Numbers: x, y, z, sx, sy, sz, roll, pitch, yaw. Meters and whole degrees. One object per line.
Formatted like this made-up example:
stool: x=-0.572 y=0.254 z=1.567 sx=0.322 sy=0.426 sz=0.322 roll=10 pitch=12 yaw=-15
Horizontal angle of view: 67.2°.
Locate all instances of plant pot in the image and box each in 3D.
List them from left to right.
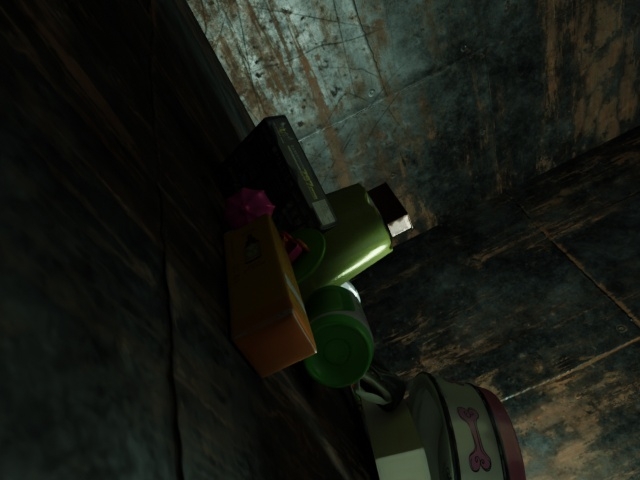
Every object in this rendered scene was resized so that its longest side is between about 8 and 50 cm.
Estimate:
plant pot: x=0.020 y=-0.001 z=1.133 sx=0.276 sy=0.254 sz=0.276 roll=63 pitch=2 yaw=-4

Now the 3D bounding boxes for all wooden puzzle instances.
wooden puzzle: x=0.089 y=0.394 z=1.252 sx=0.116 sy=0.014 sz=0.078 roll=64 pitch=2 yaw=17

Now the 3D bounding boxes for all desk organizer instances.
desk organizer: x=0.153 y=-0.071 z=1.076 sx=0.047 sy=0.050 sz=0.130 roll=61 pitch=4 yaw=-43

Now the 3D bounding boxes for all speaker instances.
speaker: x=0.025 y=0.164 z=0.889 sx=0.131 sy=0.131 sz=0.296 roll=63 pitch=2 yaw=-5

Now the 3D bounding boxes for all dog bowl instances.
dog bowl: x=0.295 y=0.488 z=1.020 sx=0.408 sy=0.151 sz=0.407 roll=-178 pitch=-90 yaw=-88

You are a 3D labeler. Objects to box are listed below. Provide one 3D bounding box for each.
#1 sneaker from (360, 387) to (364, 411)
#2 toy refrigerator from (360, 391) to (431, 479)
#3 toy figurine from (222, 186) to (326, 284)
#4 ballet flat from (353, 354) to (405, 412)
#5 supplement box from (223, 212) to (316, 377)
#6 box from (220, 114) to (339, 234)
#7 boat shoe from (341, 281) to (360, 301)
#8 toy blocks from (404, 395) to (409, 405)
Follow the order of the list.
sneaker: x=0.176 y=0.444 z=1.317 sx=0.107 sy=0.118 sz=0.279 roll=62 pitch=3 yaw=-24
toy refrigerator: x=0.161 y=0.437 z=1.082 sx=0.269 sy=0.102 sz=0.094 roll=-104 pitch=-179 yaw=-80
toy figurine: x=-0.098 y=-0.023 z=0.795 sx=0.173 sy=0.130 sz=0.159 roll=30 pitch=-16 yaw=52
ballet flat: x=0.083 y=0.281 z=1.071 sx=0.280 sy=0.095 sz=0.096 roll=41 pitch=39 yaw=-10
supplement box: x=-0.072 y=0.058 z=0.620 sx=0.080 sy=0.078 sz=0.233 roll=62 pitch=3 yaw=-35
box: x=-0.085 y=-0.094 z=0.930 sx=0.059 sy=0.183 sz=0.232 roll=-21 pitch=83 yaw=-44
boat shoe: x=0.048 y=0.145 z=1.747 sx=0.335 sy=0.121 sz=0.119 roll=60 pitch=8 yaw=-30
toy blocks: x=0.326 y=0.610 z=1.366 sx=0.260 sy=0.309 sz=0.288 roll=135 pitch=-32 yaw=-68
